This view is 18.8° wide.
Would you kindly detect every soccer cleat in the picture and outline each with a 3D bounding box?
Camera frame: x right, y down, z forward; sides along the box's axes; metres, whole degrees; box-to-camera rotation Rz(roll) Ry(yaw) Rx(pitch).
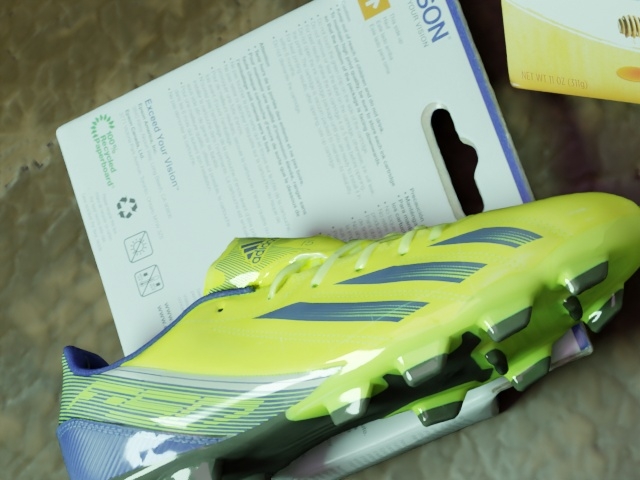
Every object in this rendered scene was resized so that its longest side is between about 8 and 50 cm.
[{"bbox_3d":[0.004,0.034,0.853,0.289,0.093,0.121,-27,65,17],"label":"soccer cleat"}]

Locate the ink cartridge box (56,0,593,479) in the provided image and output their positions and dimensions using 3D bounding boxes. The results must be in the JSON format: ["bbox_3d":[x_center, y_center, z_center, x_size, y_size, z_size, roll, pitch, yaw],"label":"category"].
[{"bbox_3d":[0.000,0.000,0.936,0.224,0.045,0.223,-24,72,19],"label":"ink cartridge box"}]

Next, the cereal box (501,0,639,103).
[{"bbox_3d":[0.154,-0.166,0.810,0.173,0.047,0.240,10,129,28],"label":"cereal box"}]
